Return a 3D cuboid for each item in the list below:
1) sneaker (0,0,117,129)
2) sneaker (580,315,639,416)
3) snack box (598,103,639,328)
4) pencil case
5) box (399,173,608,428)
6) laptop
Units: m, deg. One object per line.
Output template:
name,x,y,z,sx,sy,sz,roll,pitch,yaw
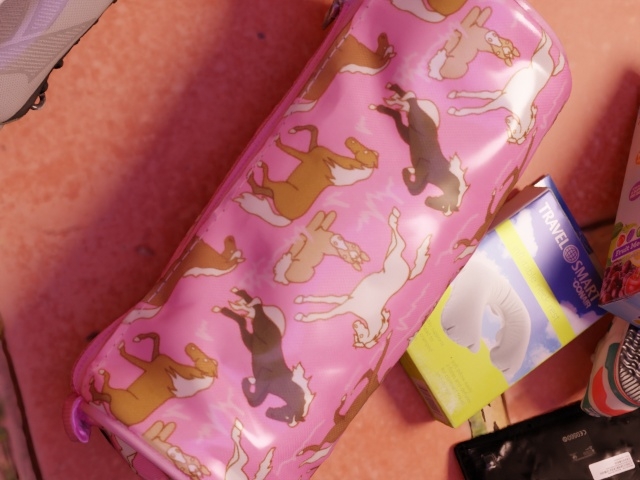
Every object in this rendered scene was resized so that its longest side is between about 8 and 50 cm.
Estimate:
sneaker,-0.192,-0.136,0.782,0.271,0.100,0.108,-36,127,-17
sneaker,0.237,0.067,0.948,0.057,0.075,0.161,36,53,-9
snack box,0.309,-0.011,0.927,0.174,0.070,0.207,28,63,-17
pencil case,0.000,0.000,0.810,0.167,0.160,0.386,30,80,24
box,0.134,0.042,0.916,0.178,0.042,0.109,-35,103,-14
laptop,0.238,0.262,0.975,0.234,0.136,0.264,-15,71,-18
